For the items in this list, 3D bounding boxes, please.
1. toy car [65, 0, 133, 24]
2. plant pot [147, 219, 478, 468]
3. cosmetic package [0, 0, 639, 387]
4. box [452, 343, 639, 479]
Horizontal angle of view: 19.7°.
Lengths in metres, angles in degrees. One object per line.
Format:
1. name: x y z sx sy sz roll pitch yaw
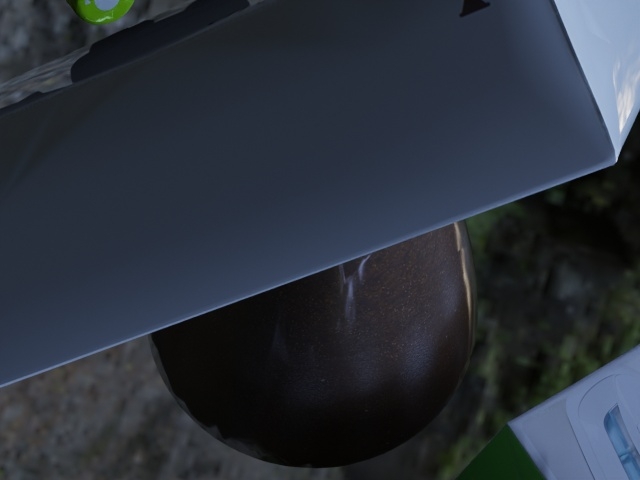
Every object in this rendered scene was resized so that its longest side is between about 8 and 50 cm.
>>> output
1. toy car: -0.187 -0.280 1.335 0.149 0.155 0.188 -37 137 -5
2. plant pot: 0.000 0.000 1.087 0.230 0.215 0.215 97 8 -67
3. cosmetic package: -0.052 -0.043 0.737 0.097 0.377 0.284 66 22 -8
4. box: 0.206 0.154 1.185 0.231 0.127 0.262 -29 165 -21
